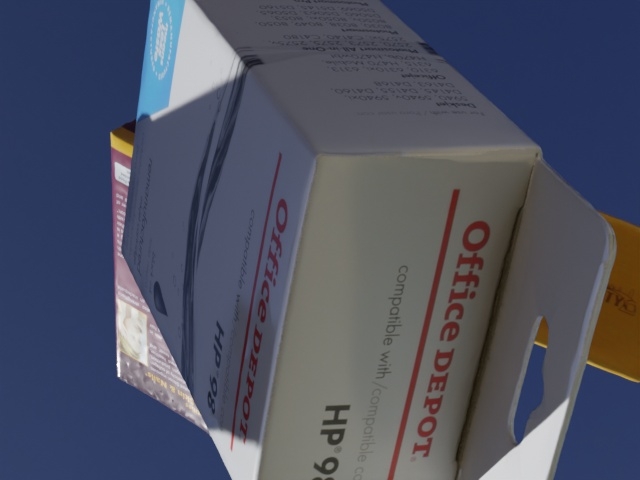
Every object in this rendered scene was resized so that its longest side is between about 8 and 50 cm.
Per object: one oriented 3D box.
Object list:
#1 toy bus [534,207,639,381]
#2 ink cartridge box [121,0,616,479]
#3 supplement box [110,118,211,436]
[{"bbox_3d":[0.210,0.035,1.132,0.332,0.130,0.108,21,-84,-3],"label":"toy bus"},{"bbox_3d":[0.000,0.000,0.413,0.060,0.180,0.104,-1,-62,-22],"label":"ink cartridge box"},{"bbox_3d":[-0.070,0.018,0.988,0.081,0.104,0.188,-28,-48,-41],"label":"supplement box"}]
